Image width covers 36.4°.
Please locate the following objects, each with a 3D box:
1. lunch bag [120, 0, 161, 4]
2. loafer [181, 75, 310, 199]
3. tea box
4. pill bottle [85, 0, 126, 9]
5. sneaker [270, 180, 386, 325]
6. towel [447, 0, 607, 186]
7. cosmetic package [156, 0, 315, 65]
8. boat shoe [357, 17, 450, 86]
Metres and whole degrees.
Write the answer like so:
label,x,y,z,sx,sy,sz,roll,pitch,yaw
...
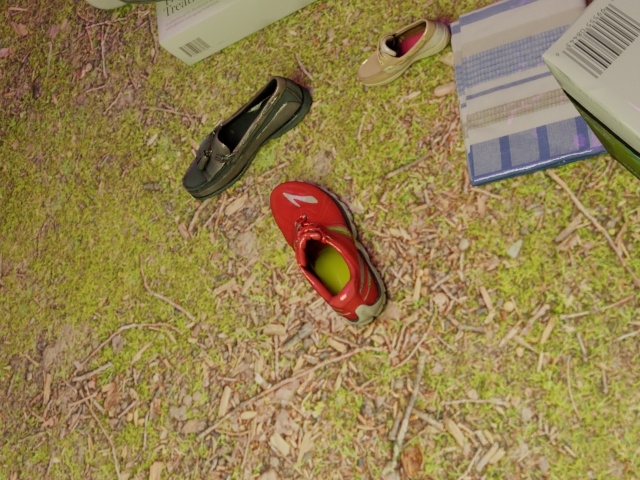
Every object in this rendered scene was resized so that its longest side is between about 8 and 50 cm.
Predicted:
label,x,y,z,sx,sy,sz,roll,pitch,yaw
lunch bag,-0.246,-0.562,1.636,0.305,0.212,0.256,-2,54,31
loafer,-0.140,-0.176,1.607,0.267,0.084,0.096,-40,57,14
tea box,0.474,-0.202,1.083,0.329,0.323,0.220,-46,56,9
pill bottle,-0.464,-0.575,1.919,0.146,0.146,0.264,-49,54,7
sneaker,0.000,0.000,1.434,0.107,0.118,0.279,-43,56,11
towel,0.292,-0.226,1.386,0.209,0.034,0.285,-15,66,27
cosmetic package,-0.124,-0.516,1.718,0.377,0.097,0.285,-22,59,24
boat shoe,0.116,-0.294,1.494,0.170,0.059,0.063,-27,60,35
